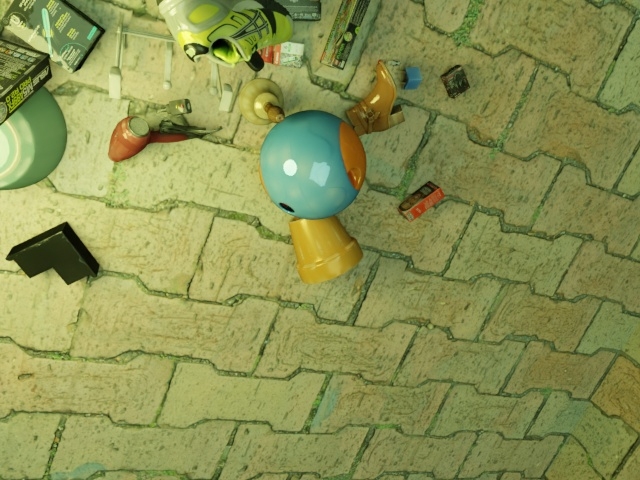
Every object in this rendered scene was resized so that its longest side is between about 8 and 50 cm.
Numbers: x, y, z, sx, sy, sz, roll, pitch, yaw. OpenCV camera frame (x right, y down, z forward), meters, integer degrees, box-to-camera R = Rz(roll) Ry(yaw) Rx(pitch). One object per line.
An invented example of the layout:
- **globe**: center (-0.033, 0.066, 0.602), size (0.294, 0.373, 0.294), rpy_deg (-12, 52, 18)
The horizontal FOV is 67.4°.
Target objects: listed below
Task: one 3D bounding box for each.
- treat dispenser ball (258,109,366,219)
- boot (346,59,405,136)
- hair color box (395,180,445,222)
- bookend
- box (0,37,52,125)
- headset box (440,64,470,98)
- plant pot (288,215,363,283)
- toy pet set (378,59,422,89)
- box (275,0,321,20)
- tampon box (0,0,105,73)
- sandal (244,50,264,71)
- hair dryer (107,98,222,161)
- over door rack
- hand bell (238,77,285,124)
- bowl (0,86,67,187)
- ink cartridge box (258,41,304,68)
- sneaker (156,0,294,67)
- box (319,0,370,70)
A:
- **treat dispenser ball**: center (-0.022, -0.199, 1.278), size (0.288, 0.288, 0.288), rpy_deg (-7, 116, -15)
- **boot**: center (0.143, -0.391, 1.353), size (0.152, 0.073, 0.197), rpy_deg (-17, 122, 11)
- **hair color box**: center (0.322, -0.126, 1.551), size (0.141, 0.072, 0.043), rpy_deg (-38, 120, 0)
- **bookend**: center (-0.711, 0.057, 1.286), size (0.156, 0.072, 0.157), rpy_deg (-28, 120, -4)
- **box**: center (-0.737, -0.347, 0.973), size (0.270, 0.216, 0.060), rpy_deg (18, 140, -5)
- **headset box**: center (0.404, -0.480, 1.439), size (0.062, 0.032, 0.083), rpy_deg (-35, 121, -1)
- **plant pot**: center (0.000, 0.000, 1.442), size (0.205, 0.205, 0.188), rpy_deg (-26, 104, -6)
- **toy pet set**: center (0.225, -0.453, 1.373), size (0.114, 0.065, 0.122), rpy_deg (-8, 116, -15)
- **box**: center (-0.091, -0.646, 1.191), size (0.190, 0.045, 0.184), rpy_deg (-7, 113, -15)
- **tampon box**: center (-0.589, -0.474, 1.067), size (0.161, 0.101, 0.120), rpy_deg (36, 98, -28)
- **sandal**: center (-0.212, -0.501, 1.207), size (0.179, 0.040, 0.067), rpy_deg (54, 51, -19)
- **hair dryer**: center (-0.408, -0.250, 1.200), size (0.293, 0.223, 0.080), rpy_deg (-13, 79, 9)
- **over door rack**: center (-0.342, -0.373, 1.080), size (0.239, 0.324, 0.108), rpy_deg (1, 129, -20)
- **hand bell**: center (-0.128, -0.332, 1.207), size (0.126, 0.242, 0.126), rpy_deg (-7, 115, -15)
- **bowl**: center (-0.759, -0.240, 1.083), size (0.311, 0.163, 0.311), rpy_deg (-7, 115, -16)
- **ink cartridge box**: center (-0.104, -0.493, 1.263), size (0.115, 0.029, 0.063), rpy_deg (1, 113, -20)
- **sneaker**: center (-0.192, -0.461, 1.079), size (0.384, 0.145, 0.147), rpy_deg (-24, 100, -52)
- **box**: center (0.066, -0.553, 1.246), size (0.036, 0.114, 0.207), rpy_deg (15, 107, -24)
